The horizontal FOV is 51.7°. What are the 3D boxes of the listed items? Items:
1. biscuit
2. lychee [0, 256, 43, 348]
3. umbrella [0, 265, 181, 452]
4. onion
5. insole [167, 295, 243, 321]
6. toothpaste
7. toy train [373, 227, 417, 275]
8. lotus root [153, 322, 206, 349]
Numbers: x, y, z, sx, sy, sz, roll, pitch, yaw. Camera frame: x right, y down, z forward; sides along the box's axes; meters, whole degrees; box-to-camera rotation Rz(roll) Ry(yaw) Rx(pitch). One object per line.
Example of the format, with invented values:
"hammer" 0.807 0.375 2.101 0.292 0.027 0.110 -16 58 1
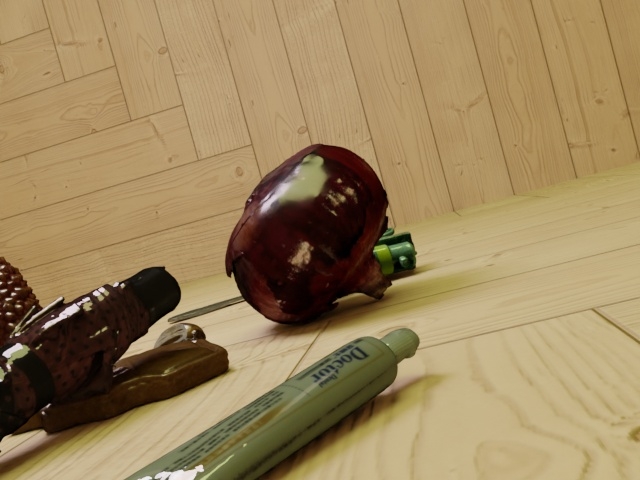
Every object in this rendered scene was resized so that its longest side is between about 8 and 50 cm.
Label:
"biscuit" -0.208 0.143 0.671 0.215 0.034 0.182 -16 2 -21
"lychee" -0.567 0.133 1.062 0.271 0.272 0.271 -15 2 1
"umbrella" -0.243 0.108 0.569 0.094 0.090 0.326 -11 16 34
"onion" 0.000 0.000 0.851 0.252 0.219 0.252 -59 -2 -4
"insole" -0.213 0.133 1.324 0.191 0.010 0.063 -15 3 -21
"toothpaste" -0.026 0.103 0.374 0.067 0.037 0.255 -5 12 46
"toy train" 0.062 0.037 1.047 0.200 0.083 0.132 -16 13 -7
"lotus root" -0.168 0.120 0.806 0.037 0.030 0.083 22 -34 -39
